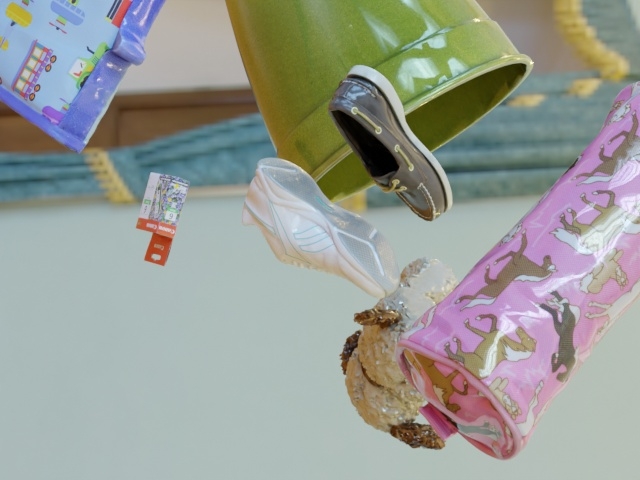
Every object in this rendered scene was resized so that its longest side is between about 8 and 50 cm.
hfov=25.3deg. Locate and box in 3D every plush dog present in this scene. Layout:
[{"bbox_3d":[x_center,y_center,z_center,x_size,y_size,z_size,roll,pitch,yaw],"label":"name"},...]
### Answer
[{"bbox_3d":[0.112,0.178,2.038,0.262,0.211,0.225,57,-42,38],"label":"plush dog"}]

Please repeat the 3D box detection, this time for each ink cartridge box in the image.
[{"bbox_3d":[-0.210,-0.028,1.846,0.063,0.029,0.115,12,-95,55],"label":"ink cartridge box"}]

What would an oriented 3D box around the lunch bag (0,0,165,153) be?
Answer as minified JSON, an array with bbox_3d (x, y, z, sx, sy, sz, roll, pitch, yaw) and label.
[{"bbox_3d":[-0.239,-0.225,1.358,0.221,0.138,0.293,-58,-142,3],"label":"lunch bag"}]

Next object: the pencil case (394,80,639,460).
[{"bbox_3d":[0.234,0.024,1.331,0.160,0.386,0.167,26,-26,42],"label":"pencil case"}]

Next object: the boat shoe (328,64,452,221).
[{"bbox_3d":[0.079,-0.099,1.665,0.068,0.081,0.227,-52,126,-24],"label":"boat shoe"}]

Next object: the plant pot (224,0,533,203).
[{"bbox_3d":[0.035,-0.283,1.917,0.353,0.366,0.366,58,-6,8],"label":"plant pot"}]

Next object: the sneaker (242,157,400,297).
[{"bbox_3d":[0.000,0.000,1.131,0.054,0.152,0.061,-20,145,-54],"label":"sneaker"}]
